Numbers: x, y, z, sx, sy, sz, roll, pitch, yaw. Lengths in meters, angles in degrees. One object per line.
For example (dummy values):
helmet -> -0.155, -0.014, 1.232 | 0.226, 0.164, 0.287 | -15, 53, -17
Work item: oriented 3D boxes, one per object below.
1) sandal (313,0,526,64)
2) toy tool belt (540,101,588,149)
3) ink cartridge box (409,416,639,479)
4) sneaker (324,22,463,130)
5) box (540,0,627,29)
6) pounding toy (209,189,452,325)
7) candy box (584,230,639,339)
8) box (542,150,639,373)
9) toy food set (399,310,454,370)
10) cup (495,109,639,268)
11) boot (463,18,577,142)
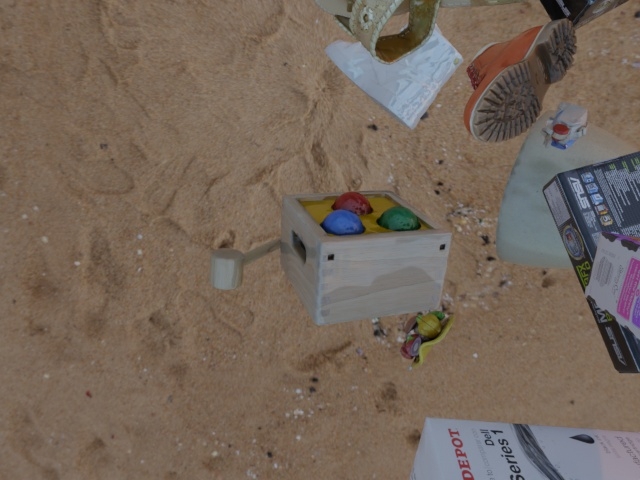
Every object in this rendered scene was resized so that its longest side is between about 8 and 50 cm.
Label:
sandal -> 0.068, -0.194, 0.425 | 0.088, 0.240, 0.079 | 18, 87, -48
toy tool belt -> 0.318, -0.141, 0.648 | 0.052, 0.083, 0.051 | 30, 143, 22
ink cartridge box -> 0.198, 0.242, 0.410 | 0.219, 0.160, 0.092 | 5, 113, -2
sneaker -> 0.132, -0.332, 0.883 | 0.108, 0.292, 0.169 | 24, 111, -46
box -> 0.312, -0.334, 0.517 | 0.180, 0.077, 0.147 | -27, 85, 5
pounding toy -> -0.009, -0.003, 0.499 | 0.206, 0.181, 0.094 | -5, 115, -19
candy box -> 0.323, 0.053, 0.368 | 0.165, 0.196, 0.070 | 9, 101, 8
box -> 0.449, 0.014, 0.643 | 0.216, 0.060, 0.270 | -16, 75, 0
toy food set -> 0.213, 0.205, 1.068 | 0.071, 0.218, 0.128 | 36, 72, 11
cup -> 0.535, -0.076, 0.993 | 0.237, 0.331, 0.331 | 22, 110, 33
boot -> 0.166, -0.144, 0.462 | 0.158, 0.085, 0.059 | -47, 124, -25
